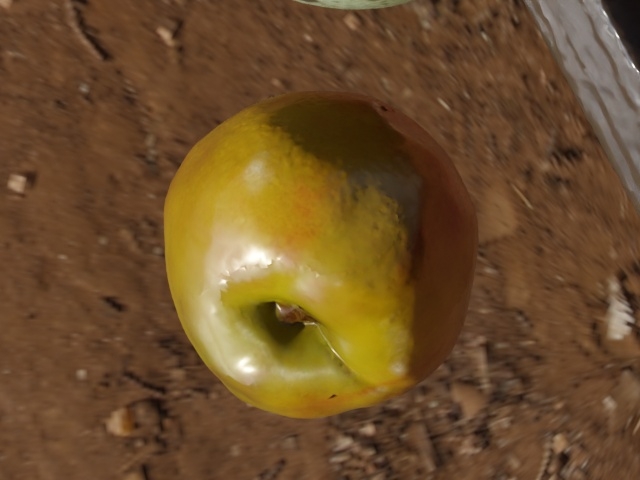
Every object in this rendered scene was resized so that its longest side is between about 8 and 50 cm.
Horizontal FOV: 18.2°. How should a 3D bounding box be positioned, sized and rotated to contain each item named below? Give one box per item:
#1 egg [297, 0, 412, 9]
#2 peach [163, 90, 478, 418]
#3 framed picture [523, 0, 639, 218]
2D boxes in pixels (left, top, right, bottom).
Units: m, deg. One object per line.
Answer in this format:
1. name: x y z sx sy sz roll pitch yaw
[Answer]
1. egg: -0.005 -0.360 1.766 0.379 0.287 0.288 29 92 -2
2. peach: 0.001 -0.005 1.771 0.289 0.308 0.289 6 124 9
3. framed picture: 0.126 -0.038 0.387 0.168 0.023 0.128 -35 101 -28
